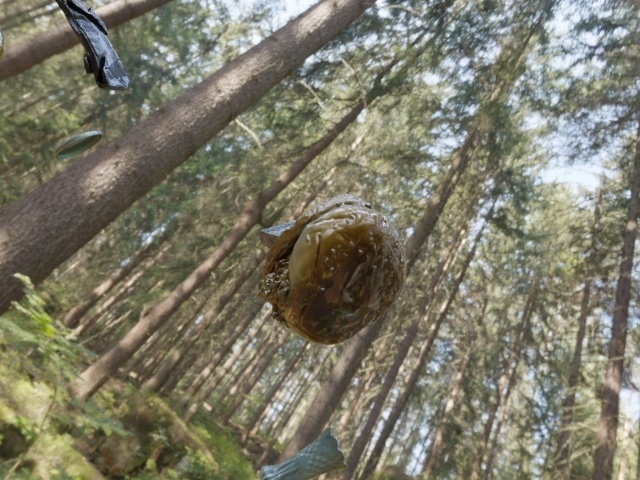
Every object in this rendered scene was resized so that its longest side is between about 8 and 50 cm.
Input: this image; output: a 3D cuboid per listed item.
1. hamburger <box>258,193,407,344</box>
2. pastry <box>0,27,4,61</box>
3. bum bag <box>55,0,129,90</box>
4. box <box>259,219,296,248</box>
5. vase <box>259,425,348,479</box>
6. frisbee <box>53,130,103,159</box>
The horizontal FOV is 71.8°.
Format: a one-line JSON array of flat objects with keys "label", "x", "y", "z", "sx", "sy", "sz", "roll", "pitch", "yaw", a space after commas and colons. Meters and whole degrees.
[{"label": "hamburger", "x": 0.024, "y": 0.049, "z": 0.725, "sx": 0.146, "sy": 0.285, "sz": 0.243, "roll": 36, "pitch": -67, "yaw": 46}, {"label": "pastry", "x": -0.503, "y": -0.205, "z": 0.547, "sx": 0.235, "sy": 0.257, "sz": 0.121, "roll": -1, "pitch": -36, "yaw": 27}, {"label": "bum bag", "x": -0.541, "y": -0.478, "z": 1.053, "sx": 0.059, "sy": 0.123, "sz": 0.249, "roll": -16, "pitch": -71, "yaw": 12}, {"label": "box", "x": 0.001, "y": 0.000, "z": 1.187, "sx": 0.324, "sy": 0.180, "sz": 0.047, "roll": 15, "pitch": -63, "yaw": 47}, {"label": "vase", "x": -0.033, "y": 0.405, "z": 0.789, "sx": 0.081, "sy": 0.148, "sz": 0.081, "roll": 58, "pitch": -16, "yaw": 29}, {"label": "frisbee", "x": -0.523, "y": -0.207, "z": 0.956, "sx": 0.110, "sy": 0.110, "sz": 0.014, "roll": -19, "pitch": -74, "yaw": 49}]
